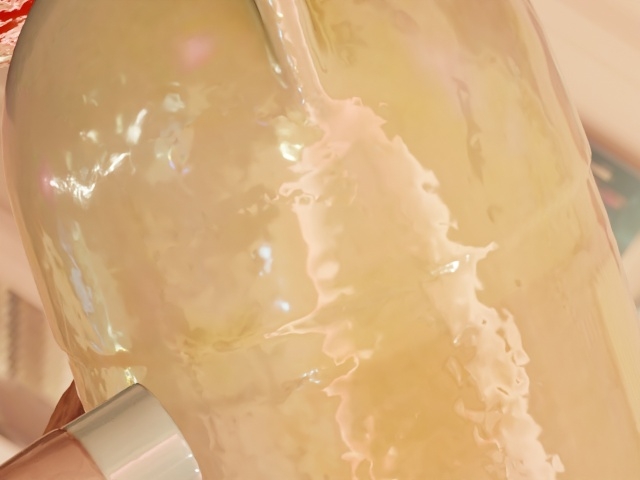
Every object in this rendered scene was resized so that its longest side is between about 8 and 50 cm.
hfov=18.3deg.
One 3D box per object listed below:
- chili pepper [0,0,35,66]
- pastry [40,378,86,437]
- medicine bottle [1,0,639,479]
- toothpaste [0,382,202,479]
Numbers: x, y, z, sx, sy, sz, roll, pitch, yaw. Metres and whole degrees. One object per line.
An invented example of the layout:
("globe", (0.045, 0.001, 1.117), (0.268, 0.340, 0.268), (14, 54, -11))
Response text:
("chili pepper", (-0.237, -0.168, 1.081), (0.251, 0.229, 0.305), (-33, 161, 28))
("pastry", (-0.094, 0.172, 1.170), (0.356, 0.164, 0.356), (-61, -167, 25))
("medicine bottle", (0.000, 0.000, 0.831), (0.235, 0.406, 0.236), (-18, -167, 4))
("toothpaste", (-0.124, 0.104, 0.511), (0.205, 0.036, 0.056), (-32, 164, -16))
